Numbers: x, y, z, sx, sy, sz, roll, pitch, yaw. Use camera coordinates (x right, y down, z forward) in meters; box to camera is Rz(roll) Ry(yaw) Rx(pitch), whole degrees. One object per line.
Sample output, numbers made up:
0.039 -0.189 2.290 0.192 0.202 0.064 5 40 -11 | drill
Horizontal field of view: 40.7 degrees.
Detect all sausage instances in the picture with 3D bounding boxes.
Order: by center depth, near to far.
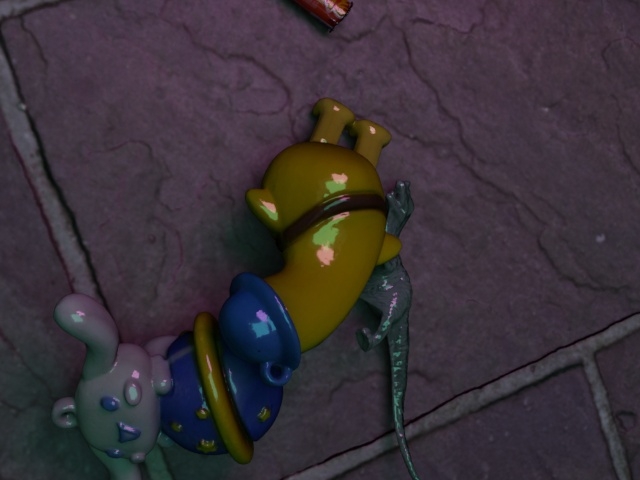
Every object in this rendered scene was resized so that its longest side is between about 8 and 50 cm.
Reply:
-0.029 -0.312 1.040 0.145 0.048 0.050 34 80 -13 | sausage

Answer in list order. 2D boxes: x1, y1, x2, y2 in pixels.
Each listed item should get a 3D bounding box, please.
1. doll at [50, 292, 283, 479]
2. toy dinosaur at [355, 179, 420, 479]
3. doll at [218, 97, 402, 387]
-0.175 0.147 0.976 0.243 0.159 0.310 -11 129 11 | doll
0.064 0.114 1.076 0.129 0.076 0.382 2 93 -32 | toy dinosaur
0.000 0.000 0.979 0.200 0.145 0.362 25 61 -12 | doll
